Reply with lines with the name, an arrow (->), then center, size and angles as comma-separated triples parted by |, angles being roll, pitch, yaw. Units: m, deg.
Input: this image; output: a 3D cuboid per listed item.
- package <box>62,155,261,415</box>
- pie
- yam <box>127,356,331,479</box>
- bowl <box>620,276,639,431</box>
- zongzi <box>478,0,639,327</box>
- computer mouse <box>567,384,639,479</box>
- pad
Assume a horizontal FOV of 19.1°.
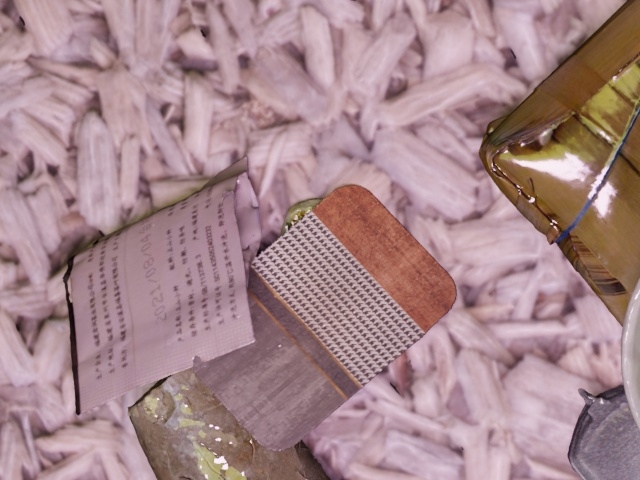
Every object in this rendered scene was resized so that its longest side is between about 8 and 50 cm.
package -> -0.156, 0.037, 1.845 | 0.204, 0.251, 0.062 | -27, 128, 19
pie -> 0.000, 0.000, 1.885 | 0.085, 0.017, 0.085 | 1, 94, 19
yam -> -0.085, 0.219, 1.864 | 0.154, 0.154, 0.254 | -34, 85, 18
bowl -> 0.423, 0.092, 1.656 | 0.307, 0.163, 0.307 | 3, 101, 16
zongzi -> 0.319, -0.060, 1.731 | 0.260, 0.123, 0.289 | -43, 94, 7
computer mouse -> 0.320, 0.223, 1.762 | 0.113, 0.068, 0.229 | -42, 68, -1
pad -> 0.049, 0.120, 1.796 | 0.250, 0.055, 0.323 | -41, 61, -13
